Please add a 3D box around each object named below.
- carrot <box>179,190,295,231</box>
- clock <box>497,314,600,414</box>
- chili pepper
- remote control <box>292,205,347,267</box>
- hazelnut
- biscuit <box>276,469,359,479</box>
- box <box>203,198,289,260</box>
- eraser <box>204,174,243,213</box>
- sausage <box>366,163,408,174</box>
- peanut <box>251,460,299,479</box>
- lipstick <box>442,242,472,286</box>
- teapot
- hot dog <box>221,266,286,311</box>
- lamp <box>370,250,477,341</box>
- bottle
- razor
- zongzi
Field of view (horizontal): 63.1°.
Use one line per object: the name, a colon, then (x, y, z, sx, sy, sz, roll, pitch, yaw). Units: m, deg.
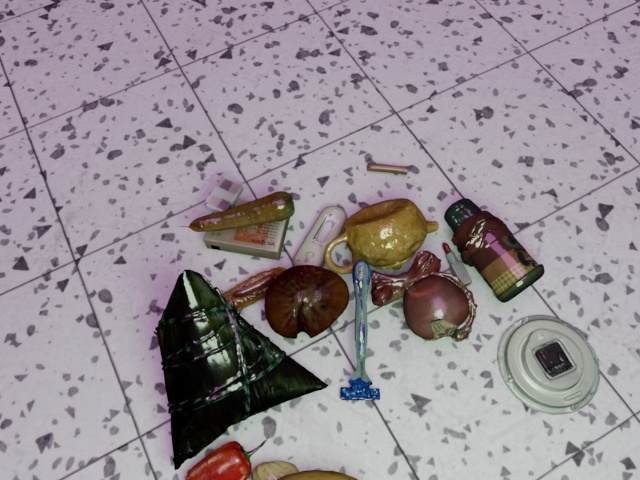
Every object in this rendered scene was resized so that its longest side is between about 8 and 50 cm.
carrot: (-0.212, -0.062, 1.324, 0.298, 0.078, 0.078, -13, 64, -2)
clock: (0.536, 0.281, 1.211, 0.237, 0.053, 0.236, -1, 65, 1)
chili pepper: (-0.188, 0.476, 1.110, 0.192, 0.086, 0.084, -34, 37, -5)
remote control: (0.000, 0.000, 1.366, 0.078, 0.042, 0.221, 26, 67, 12)
hazelnut: (-0.032, 0.138, 1.229, 0.204, 0.178, 0.177, -7, 64, -2)
biscuit: (-0.009, 0.593, 0.995, 0.297, 0.102, 0.296, 0, 87, -2)
box: (-0.192, -0.033, 1.378, 0.201, 0.058, 0.141, 11, 64, 6)
eraser: (-0.253, -0.119, 1.374, 0.065, 0.026, 0.105, 24, 65, 10)
sausage: (0.188, -0.202, 1.472, 0.116, 0.026, 0.026, 5, 64, 4)
peanut: (-0.056, 0.521, 1.092, 0.187, 0.082, 0.082, 27, 67, 13)
lipstick: (0.343, 0.059, 1.336, 0.030, 0.030, 0.129, -20, 65, -8)
teapot: (0.157, 0.006, 1.300, 0.311, 0.203, 0.167, -25, 108, -12)
hot dog: (-0.175, 0.124, 1.307, 0.216, 0.047, 0.066, -25, 63, -11)
lamp: (0.246, 0.150, 1.232, 0.215, 0.151, 0.223, -28, 59, 3)
bottle: (0.412, 0.014, 1.287, 0.143, 0.156, 0.271, -30, 71, -19)
razor: (0.094, 0.205, 1.195, 0.093, 0.056, 0.324, 1, 86, 1)
zongzi: (-0.177, 0.261, 1.163, 0.362, 0.319, 0.383, -11, 79, -18)
